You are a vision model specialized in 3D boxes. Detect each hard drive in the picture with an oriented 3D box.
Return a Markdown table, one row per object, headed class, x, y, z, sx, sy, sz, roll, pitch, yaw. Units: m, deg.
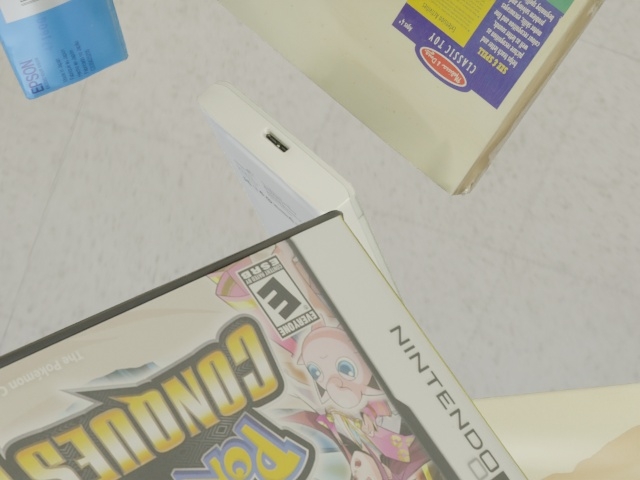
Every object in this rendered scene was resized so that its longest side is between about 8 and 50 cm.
| class | x | y | z | sx | sy | sz | roll | pitch | yaw |
| --- | --- | --- | --- | --- | --- | --- | --- | --- | --- |
| hard drive | 0.000 | 0.000 | 1.477 | 0.047 | 0.233 | 0.353 | -40 | 143 | -11 |

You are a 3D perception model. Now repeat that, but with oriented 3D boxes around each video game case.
| class | x | y | z | sx | sy | sz | roll | pitch | yaw |
| --- | --- | --- | --- | --- | --- | --- | --- | --- | --- |
| video game case | -0.018 | 0.131 | 0.502 | 0.248 | 0.275 | 0.035 | 55 | 135 | 11 |

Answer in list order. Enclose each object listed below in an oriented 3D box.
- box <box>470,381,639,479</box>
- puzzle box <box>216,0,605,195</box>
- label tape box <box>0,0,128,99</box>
| class | x | y | z | sx | sy | sz | roll | pitch | yaw |
| --- | --- | --- | --- | --- | --- | --- | --- | --- | --- |
| box | 0.232 | 0.248 | 1.524 | 0.311 | 0.121 | 0.148 | -3 | 157 | -24 |
| puzzle box | 0.076 | -0.274 | 1.439 | 0.409 | 0.052 | 0.272 | 42 | 111 | 20 |
| label tape box | -0.304 | -0.338 | 1.211 | 0.115 | 0.249 | 0.348 | -26 | 67 | -9 |
